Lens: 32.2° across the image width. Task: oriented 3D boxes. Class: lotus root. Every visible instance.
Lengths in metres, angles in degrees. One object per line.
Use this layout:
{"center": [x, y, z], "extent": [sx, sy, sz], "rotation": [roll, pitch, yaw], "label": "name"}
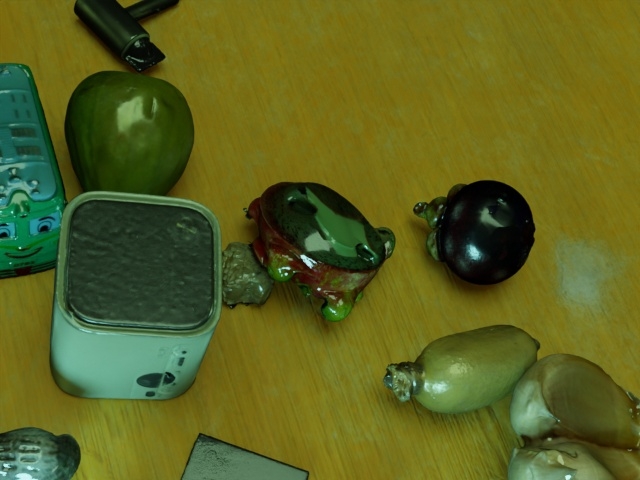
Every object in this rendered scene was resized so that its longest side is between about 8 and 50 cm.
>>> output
{"center": [0.258, 0.225, 1.903], "extent": [0.303, 0.146, 0.131], "rotation": [-11, 57, -28], "label": "lotus root"}

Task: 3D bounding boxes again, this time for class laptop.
{"center": [-0.126, 0.399, 1.773], "extent": [0.197, 0.016, 0.135], "rotation": [21, 57, -1], "label": "laptop"}

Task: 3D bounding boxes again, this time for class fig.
{"center": [-0.323, -0.152, 1.963], "extent": [0.233, 0.233, 0.314], "rotation": [-21, 95, -25], "label": "fig"}

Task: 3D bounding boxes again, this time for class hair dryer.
{"center": [-0.332, -0.444, 2.200], "extent": [0.195, 0.078, 0.248], "rotation": [45, 53, 11], "label": "hair dryer"}

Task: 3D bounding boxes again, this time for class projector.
{"center": [-0.299, 0.093, 1.770], "extent": [0.248, 0.249, 0.248], "rotation": [5, 58, -14], "label": "projector"}

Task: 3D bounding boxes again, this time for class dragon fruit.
{"center": [0.000, 0.000, 1.952], "extent": [0.268, 0.130, 0.295], "rotation": [3, 48, -45], "label": "dragon fruit"}

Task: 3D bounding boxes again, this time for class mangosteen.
{"center": [0.280, -0.019, 2.052], "extent": [0.230, 0.194, 0.194], "rotation": [11, 52, 27], "label": "mangosteen"}

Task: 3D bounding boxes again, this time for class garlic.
{"center": [0.413, 0.340, 1.815], "extent": [0.313, 0.249, 0.286], "rotation": [4, 97, -36], "label": "garlic"}

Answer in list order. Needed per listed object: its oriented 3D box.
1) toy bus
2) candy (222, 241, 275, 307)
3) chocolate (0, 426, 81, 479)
{"center": [-0.534, -0.131, 1.873], "extent": [0.183, 0.199, 0.344], "rotation": [-11, 65, -22], "label": "toy bus"}
{"center": [-0.133, 0.061, 1.941], "extent": [0.095, 0.085, 0.110], "rotation": [6, 47, -22], "label": "candy"}
{"center": [-0.484, 0.332, 1.658], "extent": [0.248, 0.110, 0.110], "rotation": [1, 59, -11], "label": "chocolate"}
